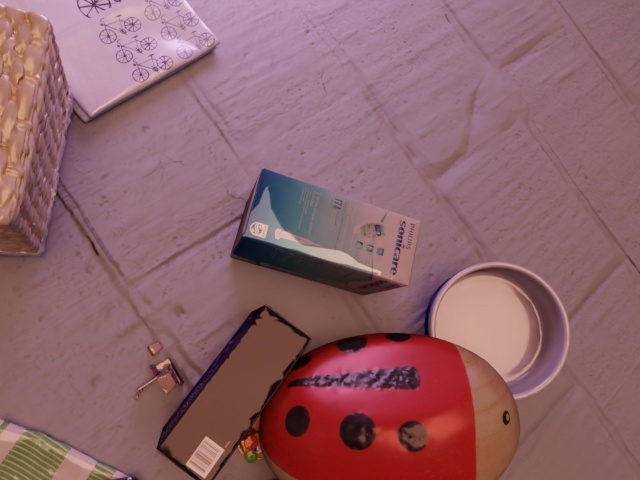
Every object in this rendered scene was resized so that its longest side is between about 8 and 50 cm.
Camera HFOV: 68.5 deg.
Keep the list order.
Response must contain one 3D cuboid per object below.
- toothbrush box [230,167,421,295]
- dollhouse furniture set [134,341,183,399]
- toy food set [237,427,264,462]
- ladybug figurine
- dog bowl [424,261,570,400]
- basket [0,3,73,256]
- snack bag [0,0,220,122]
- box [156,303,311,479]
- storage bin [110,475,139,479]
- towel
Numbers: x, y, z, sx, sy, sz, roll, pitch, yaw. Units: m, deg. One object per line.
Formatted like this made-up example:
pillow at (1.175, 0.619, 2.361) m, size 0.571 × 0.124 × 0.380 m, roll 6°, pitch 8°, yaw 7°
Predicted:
toothbrush box at (0.000, 0.000, 0.868) m, size 0.295 × 0.216 × 0.126 m, roll 18°, pitch 74°, yaw -11°
dollhouse furniture set at (-0.292, 0.232, 0.790) m, size 0.081 × 0.114 × 0.091 m, roll -32°, pitch 91°, yaw -15°
toy food set at (-0.113, 0.362, 0.863) m, size 0.083 × 0.020 × 0.083 m, roll -23°, pitch 86°, yaw -20°
ladybug figurine at (0.101, 0.274, 0.772) m, size 0.448 × 0.162 × 0.305 m, roll -7°, pitch 41°, yaw 2°
dog bowl at (0.347, 0.180, 0.948) m, size 0.264 × 0.104 × 0.265 m, roll -1°, pitch 80°, yaw 4°
basket at (-0.559, -0.169, 0.671) m, size 0.328 × 0.266 × 0.332 m, roll 9°, pitch 76°, yaw -25°
snack bag at (-0.429, -0.448, 0.933) m, size 0.323 × 0.037 × 0.343 m, roll -39°, pitch 91°, yaw -19°
box at (-0.147, 0.245, 0.791) m, size 0.103 × 0.184 × 0.261 m, roll 38°, pitch 71°, yaw -2°
storage bin at (-0.342, 0.432, 0.711) m, size 0.135 × 0.091 × 0.098 m, roll -5°, pitch 80°, yaw -19°
towel at (-0.436, 0.462, 0.739) m, size 0.324 × 0.038 × 0.248 m, roll 33°, pitch 71°, yaw -7°
